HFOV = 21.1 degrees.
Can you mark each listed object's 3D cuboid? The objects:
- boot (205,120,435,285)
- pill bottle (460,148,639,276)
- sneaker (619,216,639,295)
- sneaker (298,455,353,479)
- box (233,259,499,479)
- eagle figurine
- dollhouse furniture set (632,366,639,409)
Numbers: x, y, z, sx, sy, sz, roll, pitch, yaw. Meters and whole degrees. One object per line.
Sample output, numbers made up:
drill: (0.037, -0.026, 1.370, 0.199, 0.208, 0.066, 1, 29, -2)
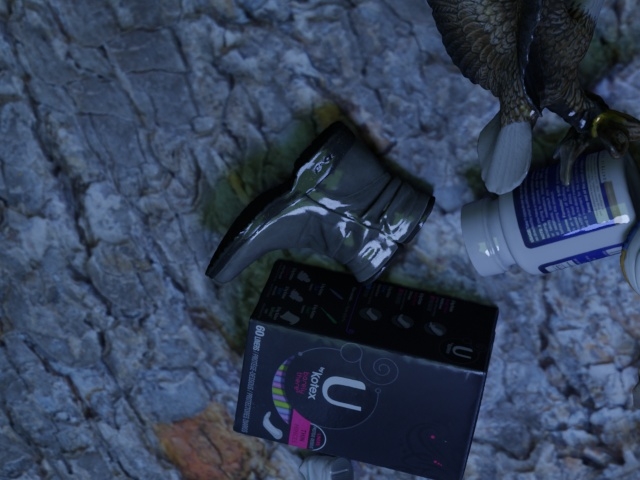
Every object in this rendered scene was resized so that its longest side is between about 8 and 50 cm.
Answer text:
boot: (0.000, 0.000, 1.913, 0.161, 0.083, 0.246, 43, 108, -12)
pill bottle: (0.251, -0.024, 1.838, 0.186, 0.112, 0.112, -16, 114, 20)
sneaker: (0.428, -0.053, 1.720, 0.112, 0.131, 0.296, 25, 97, -29)
sneaker: (0.018, 0.324, 2.132, 0.061, 0.054, 0.152, 8, 127, 36)
box: (0.053, 0.149, 1.964, 0.270, 0.143, 0.165, 12, 121, 6)
eagle figurine: (0.214, -0.216, 1.701, 0.226, 0.225, 0.298, -18, 125, 33)
dollhouse furniture set: (0.556, 0.266, 1.970, 0.355, 0.174, 0.303, 26, 149, 30)
